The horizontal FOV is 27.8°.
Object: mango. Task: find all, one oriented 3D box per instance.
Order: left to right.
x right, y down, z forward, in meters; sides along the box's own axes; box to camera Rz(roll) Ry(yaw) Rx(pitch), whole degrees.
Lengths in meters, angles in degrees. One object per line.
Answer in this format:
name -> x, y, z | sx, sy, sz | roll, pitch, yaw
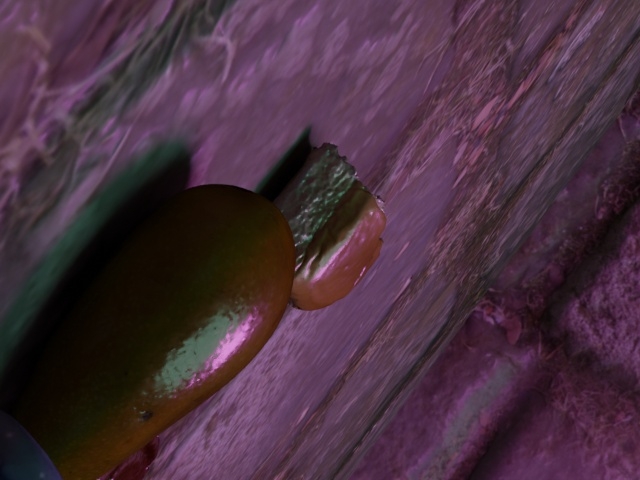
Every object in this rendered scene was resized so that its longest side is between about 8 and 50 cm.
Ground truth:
mango -> -0.103, 0.063, 0.750 | 0.227, 0.099, 0.136 | -46, 174, 4

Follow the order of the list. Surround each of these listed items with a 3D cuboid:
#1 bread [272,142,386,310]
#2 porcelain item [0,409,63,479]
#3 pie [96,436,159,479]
bread -> -0.001, -0.001, 0.958 | 0.106, 0.082, 0.125 | -58, 171, -14
porcelain item -> -0.221, 0.174, 0.540 | 0.259, 0.141, 0.141 | -40, 162, -24
pie -> -0.179, 0.190, 0.893 | 0.182, 0.049, 0.182 | -54, 172, -11
